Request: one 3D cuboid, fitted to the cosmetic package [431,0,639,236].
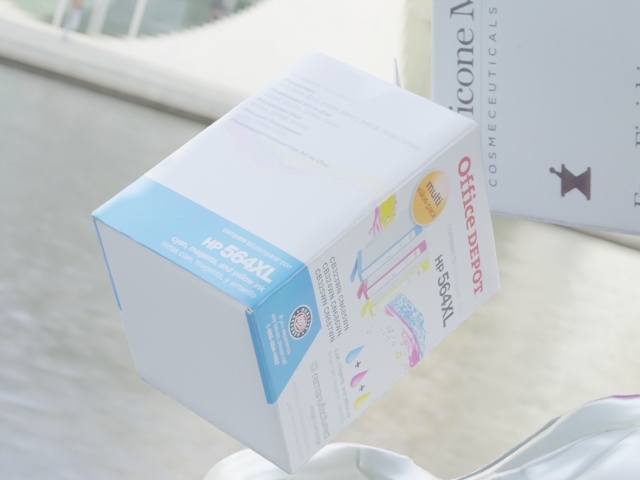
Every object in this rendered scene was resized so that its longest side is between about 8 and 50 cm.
[{"bbox_3d":[0.162,-0.088,0.818,0.184,0.151,0.151,9,16,36],"label":"cosmetic package"}]

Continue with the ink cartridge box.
[{"bbox_3d":[0.000,0.000,0.727,0.090,0.092,0.143,29,55,36],"label":"ink cartridge box"}]

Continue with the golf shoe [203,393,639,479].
[{"bbox_3d":[0.059,0.139,0.677,0.306,0.115,0.140,-14,22,35],"label":"golf shoe"}]
